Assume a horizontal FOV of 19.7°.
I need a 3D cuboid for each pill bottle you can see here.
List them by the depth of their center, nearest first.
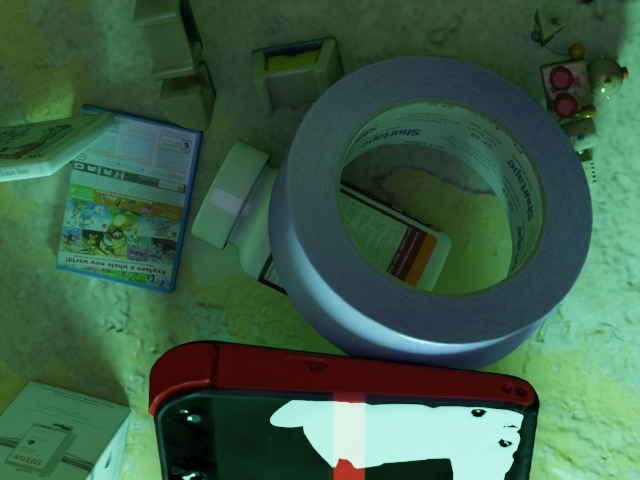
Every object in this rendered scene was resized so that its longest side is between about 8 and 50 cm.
[{"bbox_3d":[0.000,0.000,1.711,0.221,0.121,0.121,27,107,0],"label":"pill bottle"}]

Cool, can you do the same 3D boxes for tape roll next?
[{"bbox_3d":[0.096,-0.022,1.625,0.274,0.090,0.275,5,67,-12],"label":"tape roll"}]

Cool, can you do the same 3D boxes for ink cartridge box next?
[{"bbox_3d":[-0.280,0.283,1.741,0.117,0.283,0.207,14,107,4],"label":"ink cartridge box"}]

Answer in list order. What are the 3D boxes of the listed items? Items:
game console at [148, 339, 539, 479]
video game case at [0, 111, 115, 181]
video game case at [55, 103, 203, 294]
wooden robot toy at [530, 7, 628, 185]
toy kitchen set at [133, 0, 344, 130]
[{"bbox_3d":[0.018,0.230,1.710,0.342,0.060,0.386,3,141,3],"label":"game console"},{"bbox_3d":[-0.282,-0.082,1.696,0.143,0.157,0.019,-6,108,19],"label":"video game case"},{"bbox_3d":[-0.185,-0.039,1.780,0.119,0.015,0.166,13,106,3],"label":"video game case"},{"bbox_3d":[0.244,-0.134,1.671,0.079,0.076,0.173,-13,104,0],"label":"wooden robot toy"},{"bbox_3d":[-0.080,-0.225,1.682,0.166,0.122,0.207,-9,124,10],"label":"toy kitchen set"}]
